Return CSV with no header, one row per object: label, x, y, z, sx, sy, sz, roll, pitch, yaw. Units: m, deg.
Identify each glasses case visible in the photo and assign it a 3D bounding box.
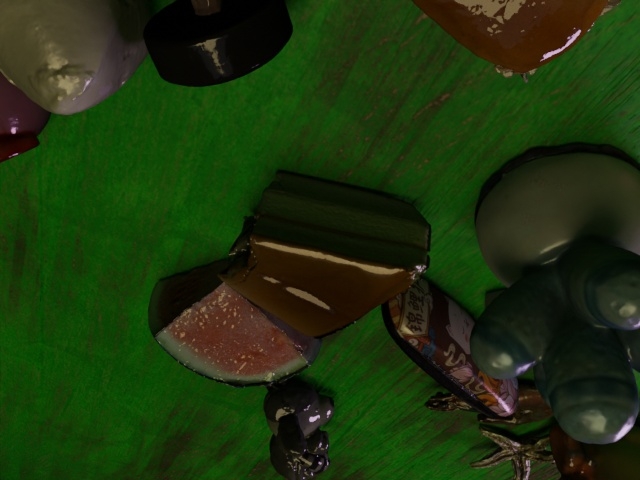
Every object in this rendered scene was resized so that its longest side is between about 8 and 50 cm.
glasses case,0.214,0.172,0.956,0.321,0.122,0.082,40,131,-24

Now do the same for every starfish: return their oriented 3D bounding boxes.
starfish,0.395,0.432,1.216,0.176,0.053,0.208,40,119,-11

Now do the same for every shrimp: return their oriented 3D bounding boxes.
shrimp,0.325,0.318,1.123,0.251,0.052,0.143,1,137,11

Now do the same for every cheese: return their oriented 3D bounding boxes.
cheese,-0.276,-0.244,0.623,0.189,0.198,0.154,38,122,-16

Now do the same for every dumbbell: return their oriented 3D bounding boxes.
dumbbell,-0.129,-0.278,0.577,0.153,0.152,0.218,-5,132,18

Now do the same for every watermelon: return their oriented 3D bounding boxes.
watermelon,-0.146,0.152,1.018,0.319,0.148,0.226,19,127,-6

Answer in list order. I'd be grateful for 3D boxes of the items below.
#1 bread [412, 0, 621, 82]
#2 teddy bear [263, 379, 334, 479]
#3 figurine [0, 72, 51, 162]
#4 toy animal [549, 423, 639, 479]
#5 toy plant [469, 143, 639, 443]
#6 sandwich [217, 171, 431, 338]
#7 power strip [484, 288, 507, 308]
bread,0.152,-0.267,0.555,0.241,0.107,0.136,32,130,-18
teddy bear,-0.037,0.385,1.205,0.144,0.171,0.250,-7,129,-7
figurine,-0.426,-0.183,0.738,0.173,0.173,0.173,7,135,7
toy animal,0.599,0.453,1.098,0.339,0.215,0.191,3,161,6
toy plant,0.301,0.074,0.694,0.247,0.332,0.247,6,136,6
sandwich,0.000,0.000,0.815,0.198,0.155,0.227,38,130,-23
power strip,0.318,0.141,0.957,0.075,0.042,0.175,-10,132,23
